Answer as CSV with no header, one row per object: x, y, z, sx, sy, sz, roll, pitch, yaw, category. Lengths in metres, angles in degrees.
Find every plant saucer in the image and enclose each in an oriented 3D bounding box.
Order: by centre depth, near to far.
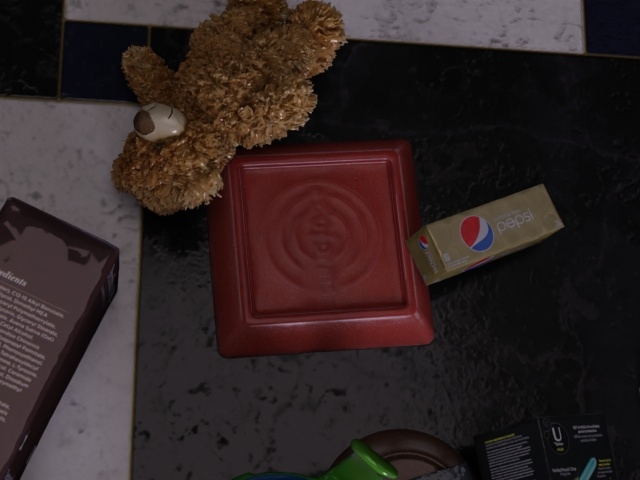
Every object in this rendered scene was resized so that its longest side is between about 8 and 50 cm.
0.096,0.310,1.582,0.199,0.036,0.198,2,75,-8,plant saucer
0.000,0.000,1.649,0.259,0.048,0.258,-3,75,-10,plant saucer

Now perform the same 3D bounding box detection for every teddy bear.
-0.114,-0.184,1.625,0.338,0.113,0.245,-36,62,-16,teddy bear

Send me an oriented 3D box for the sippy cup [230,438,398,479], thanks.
-0.047,0.352,1.431,0.240,0.224,0.305,3,80,1,sippy cup

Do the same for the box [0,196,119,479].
-0.353,0.166,1.474,0.143,0.191,0.381,24,73,-2,box

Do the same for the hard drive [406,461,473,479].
0.139,0.324,1.553,0.094,0.022,0.135,-15,77,-13,hard drive

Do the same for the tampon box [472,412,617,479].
0.258,0.281,1.558,0.120,0.101,0.161,4,69,-42,tampon box

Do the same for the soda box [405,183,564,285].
0.195,-0.008,1.652,0.181,0.058,0.061,-19,78,-28,soda box
